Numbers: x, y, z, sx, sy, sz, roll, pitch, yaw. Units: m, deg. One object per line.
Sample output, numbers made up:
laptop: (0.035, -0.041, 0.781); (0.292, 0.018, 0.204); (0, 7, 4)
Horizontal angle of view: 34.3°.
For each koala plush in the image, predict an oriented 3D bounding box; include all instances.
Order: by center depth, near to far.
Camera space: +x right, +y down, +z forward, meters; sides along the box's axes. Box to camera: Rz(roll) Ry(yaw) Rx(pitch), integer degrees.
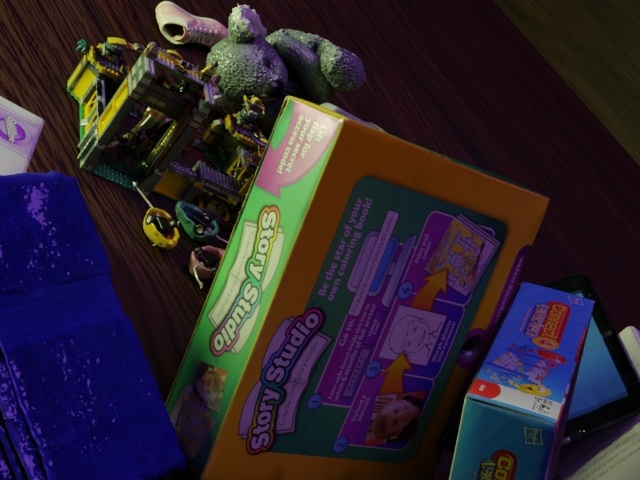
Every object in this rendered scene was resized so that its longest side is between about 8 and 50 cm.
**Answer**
koala plush: (-0.090, -0.255, 1.598); (0.221, 0.196, 0.203); (6, 32, -48)

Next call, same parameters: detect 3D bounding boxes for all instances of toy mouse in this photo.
toy mouse: (-0.153, 0.004, 1.281); (0.143, 0.031, 0.161); (9, 41, -46)

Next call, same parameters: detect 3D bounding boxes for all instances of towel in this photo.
towel: (-0.235, 0.088, 0.892); (0.228, 0.076, 0.308); (-16, 83, -58)

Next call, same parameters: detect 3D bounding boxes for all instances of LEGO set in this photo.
LEGO set: (-0.161, -0.173, 1.357); (0.331, 0.192, 0.255); (29, 29, -22)

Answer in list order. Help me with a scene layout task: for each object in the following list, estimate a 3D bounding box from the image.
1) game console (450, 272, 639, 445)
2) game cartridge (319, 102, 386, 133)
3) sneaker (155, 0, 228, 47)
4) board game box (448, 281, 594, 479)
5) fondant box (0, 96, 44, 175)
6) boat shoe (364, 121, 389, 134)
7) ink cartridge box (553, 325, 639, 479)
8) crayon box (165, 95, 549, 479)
game console: (0.261, 0.142, 1.431); (0.250, 0.173, 0.293); (24, 29, -22)
game cartridge: (0.000, 0.000, 1.225); (0.198, 0.297, 0.062); (25, 2, -24)
sneaker: (-0.207, -0.338, 1.700); (0.134, 0.051, 0.070); (21, 34, -27)
board game box: (0.198, 0.241, 1.085); (0.086, 0.308, 0.302); (14, 23, 16)
fondant box: (-0.452, -0.108, 0.995); (0.330, 0.096, 0.238); (30, 29, -22)
boat shoe: (0.063, -0.074, 1.576); (0.110, 0.121, 0.341); (22, 35, -30)
ink cartridge box: (0.412, 0.290, 1.392); (0.117, 0.207, 0.283); (34, 28, -26)
crayon box: (0.040, 0.073, 1.065); (0.313, 0.363, 0.106); (16, 10, -40)
